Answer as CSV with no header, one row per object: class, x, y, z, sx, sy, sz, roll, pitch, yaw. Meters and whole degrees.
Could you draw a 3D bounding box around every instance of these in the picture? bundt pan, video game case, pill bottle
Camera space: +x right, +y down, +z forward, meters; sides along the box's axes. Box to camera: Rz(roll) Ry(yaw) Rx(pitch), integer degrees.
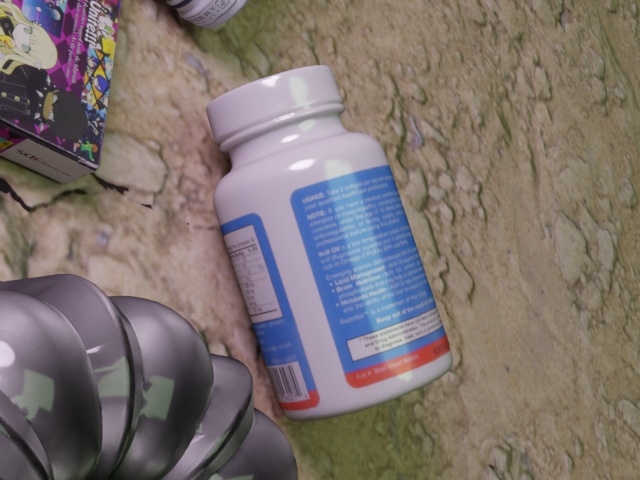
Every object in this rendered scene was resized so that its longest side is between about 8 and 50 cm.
bundt pan,-0.121,0.163,0.512,0.331,0.124,0.330,23,58,-43
video game case,-0.207,-0.175,0.612,0.210,0.042,0.232,25,57,-42
pill bottle,0.000,0.000,0.722,0.124,0.124,0.221,-18,90,-52

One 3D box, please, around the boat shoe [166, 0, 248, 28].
boat shoe,-0.061,-0.297,0.787,0.094,0.109,0.302,36,53,-33
